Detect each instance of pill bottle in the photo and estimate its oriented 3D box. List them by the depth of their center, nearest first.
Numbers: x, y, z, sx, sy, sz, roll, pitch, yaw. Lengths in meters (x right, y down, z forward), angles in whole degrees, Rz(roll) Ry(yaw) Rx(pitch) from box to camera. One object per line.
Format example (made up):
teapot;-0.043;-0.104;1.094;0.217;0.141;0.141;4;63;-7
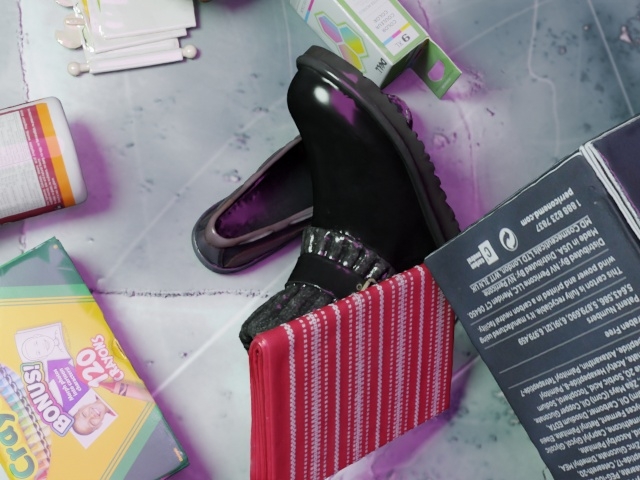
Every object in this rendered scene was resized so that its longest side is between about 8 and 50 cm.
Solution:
pill bottle;-0.369;-0.069;1.257;0.221;0.121;0.121;-16;81;-11

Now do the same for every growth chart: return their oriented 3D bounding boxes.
growth chart;-0.226;-0.306;1.381;0.171;0.021;0.237;-2;79;-9

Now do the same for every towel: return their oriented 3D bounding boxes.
towel;0.037;0.138;1.209;0.274;0.031;0.199;-21;123;-38

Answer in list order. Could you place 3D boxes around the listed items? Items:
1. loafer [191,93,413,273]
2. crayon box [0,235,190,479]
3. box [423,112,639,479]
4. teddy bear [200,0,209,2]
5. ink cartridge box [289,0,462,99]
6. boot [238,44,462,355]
loafer;-0.009;-0.068;1.326;0.302;0.095;0.109;-37;86;-14
crayon box;-0.279;0.159;1.244;0.165;0.081;0.278;-31;85;-14
box;0.451;0.081;1.201;0.480;0.297;0.472;-26;81;-33
teddy bear;-0.060;-0.377;1.340;0.245;0.113;0.338;26;64;27
ink cartridge box;0.060;-0.236;1.366;0.062;0.109;0.209;-42;88;-14
boot;0.003;0.002;1.234;0.260;0.131;0.348;-41;120;-16
